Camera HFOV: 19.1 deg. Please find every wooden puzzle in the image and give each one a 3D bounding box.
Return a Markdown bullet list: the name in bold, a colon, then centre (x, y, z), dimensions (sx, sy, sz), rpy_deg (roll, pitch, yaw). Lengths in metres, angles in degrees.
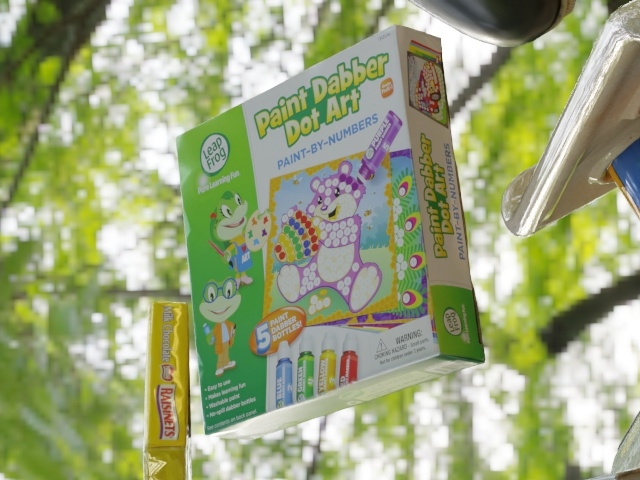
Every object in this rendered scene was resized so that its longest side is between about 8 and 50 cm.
- **wooden puzzle**: centre (0.261, -0.102, 0.924), dimensions (0.080, 0.322, 0.348), rpy_deg (60, 170, 8)

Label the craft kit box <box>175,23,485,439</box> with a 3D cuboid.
- **craft kit box**: centre (0.000, 0.000, 1.399), dimensions (0.061, 0.250, 0.246), rpy_deg (14, -117, -42)

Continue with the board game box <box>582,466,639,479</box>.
- **board game box**: centre (0.086, 0.247, 0.678), dimensions (0.053, 0.193, 0.305), rpy_deg (-3, -104, -43)

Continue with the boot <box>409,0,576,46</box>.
- **boot**: centre (0.006, -0.104, 0.607), dimensions (0.198, 0.077, 0.137), rpy_deg (41, -144, -24)

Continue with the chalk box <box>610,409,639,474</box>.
- **chalk box**: centre (0.314, 0.154, 1.322), dimensions (0.180, 0.179, 0.289), rpy_deg (-64, -5, 22)

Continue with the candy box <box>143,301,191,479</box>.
- **candy box**: centre (-0.087, 0.141, 1.090), dimensions (0.206, 0.027, 0.105), rpy_deg (94, 173, -46)
